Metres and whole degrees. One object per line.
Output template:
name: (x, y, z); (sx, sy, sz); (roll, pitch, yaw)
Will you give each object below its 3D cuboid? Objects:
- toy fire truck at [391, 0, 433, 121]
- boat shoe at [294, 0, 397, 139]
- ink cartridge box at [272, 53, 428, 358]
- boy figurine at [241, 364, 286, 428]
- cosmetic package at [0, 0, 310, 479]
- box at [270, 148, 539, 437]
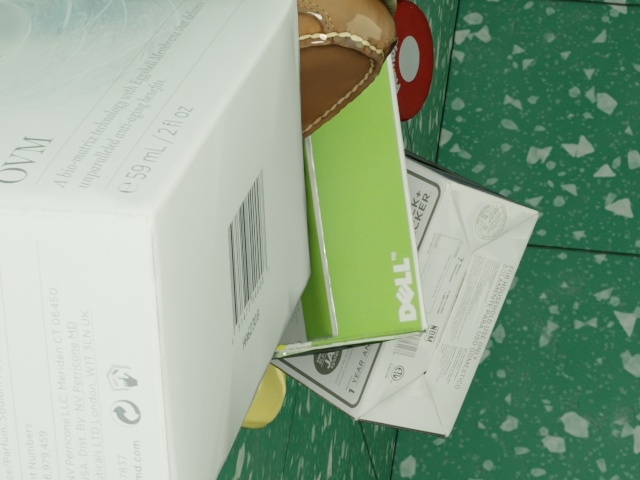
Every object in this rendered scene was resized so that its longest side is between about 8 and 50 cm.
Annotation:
toy fire truck: (-0.031, -0.215, 1.487); (0.254, 0.169, 0.302); (-6, 101, -61)
boat shoe: (-0.076, -0.031, 0.879); (0.111, 0.307, 0.104); (16, 59, -39)
ink cartridge box: (0.005, -0.033, 1.039); (0.255, 0.097, 0.188); (160, -77, -75)
boy figurine: (-0.055, 0.032, 1.511); (0.177, 0.092, 0.285); (-49, -160, 34)
cosmetic package: (-0.136, -0.004, 0.713); (0.224, 0.225, 0.138); (-66, 156, -62)
box: (0.000, 0.000, 1.292); (0.087, 0.290, 0.169); (15, 98, -41)
